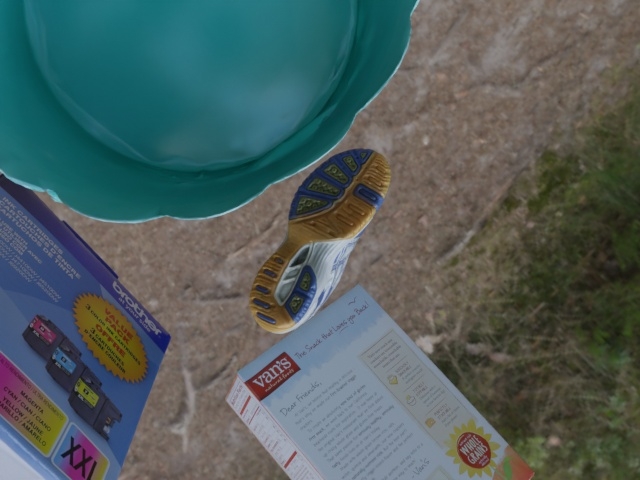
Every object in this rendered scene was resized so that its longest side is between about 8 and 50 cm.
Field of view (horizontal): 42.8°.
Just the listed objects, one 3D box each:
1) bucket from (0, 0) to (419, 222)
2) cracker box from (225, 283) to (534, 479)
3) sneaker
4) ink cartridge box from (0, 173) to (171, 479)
[{"bbox_3d":[-0.085,-0.154,0.483,0.281,0.183,0.281,-1,97,-5],"label":"bucket"},{"bbox_3d":[0.050,0.171,0.719,0.155,0.232,0.067,-33,163,-32],"label":"cracker box"},{"bbox_3d":[0.000,0.000,1.185,0.296,0.112,0.131,-55,166,-3],"label":"sneaker"},{"bbox_3d":[-0.305,0.101,0.802,0.151,0.395,0.270,-37,107,11],"label":"ink cartridge box"}]
